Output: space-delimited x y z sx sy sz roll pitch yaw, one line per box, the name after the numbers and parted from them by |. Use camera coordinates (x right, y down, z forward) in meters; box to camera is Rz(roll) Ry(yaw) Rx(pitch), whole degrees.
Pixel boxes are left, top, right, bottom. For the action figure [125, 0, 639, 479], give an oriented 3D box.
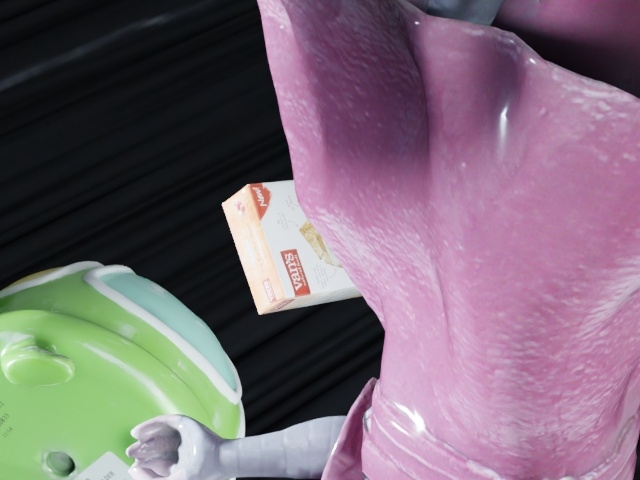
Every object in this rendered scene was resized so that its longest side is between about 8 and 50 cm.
0.070 0.063 0.486 0.248 0.276 0.370 -125 32 -61 | action figure

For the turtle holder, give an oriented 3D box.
-0.215 0.127 1.062 0.320 0.227 0.243 17 120 3 | turtle holder

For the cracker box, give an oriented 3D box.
0.000 0.000 1.679 0.067 0.232 0.155 -32 72 46 | cracker box
